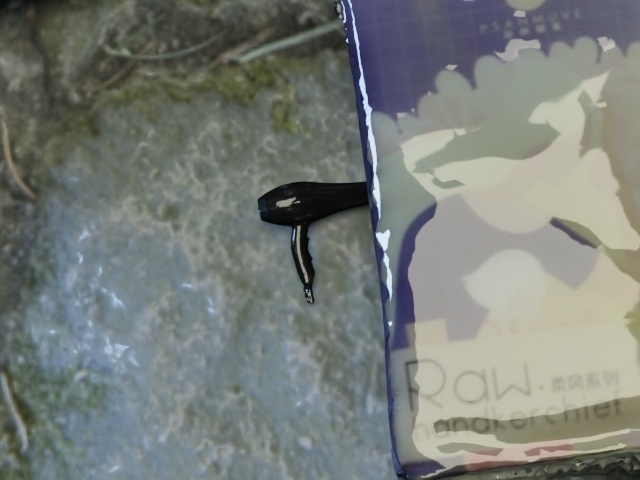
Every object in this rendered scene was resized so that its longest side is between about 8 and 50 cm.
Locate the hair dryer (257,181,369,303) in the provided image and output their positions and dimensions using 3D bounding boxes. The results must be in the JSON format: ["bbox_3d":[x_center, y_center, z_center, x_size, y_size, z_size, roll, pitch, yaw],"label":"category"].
[{"bbox_3d":[0.000,0.000,1.132,0.079,0.031,0.083,-7,90,-8],"label":"hair dryer"}]

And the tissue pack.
[{"bbox_3d":[0.147,-0.016,1.071,0.242,0.125,0.343,-7,76,0],"label":"tissue pack"}]
